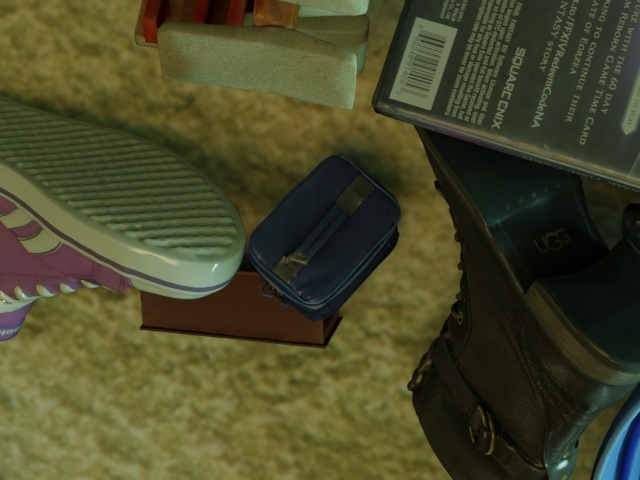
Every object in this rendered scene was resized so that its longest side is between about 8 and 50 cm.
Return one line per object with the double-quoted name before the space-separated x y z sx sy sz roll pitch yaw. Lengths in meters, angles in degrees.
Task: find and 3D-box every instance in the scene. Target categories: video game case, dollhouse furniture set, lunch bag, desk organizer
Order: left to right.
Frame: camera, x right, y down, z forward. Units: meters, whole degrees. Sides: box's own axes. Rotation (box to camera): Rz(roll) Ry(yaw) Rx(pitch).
"desk organizer" -0.054 0.034 0.902 0.130 0.047 0.050 5 113 14
"dollhouse furniture set" -0.034 -0.187 0.682 0.135 0.262 0.259 8 154 2
"lunch bag" 0.000 0.000 0.830 0.067 0.065 0.098 40 79 12
"video game case" 0.186 -0.121 0.708 0.274 0.026 0.196 18 87 10

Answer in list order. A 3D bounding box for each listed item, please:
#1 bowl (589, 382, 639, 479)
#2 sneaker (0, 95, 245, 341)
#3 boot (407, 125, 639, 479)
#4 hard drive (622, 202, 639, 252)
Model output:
"bowl" 0.363 0.183 0.833 0.391 0.077 0.391 7 116 14
"sneaker" -0.169 0.008 0.885 0.282 0.102 0.161 23 125 28
"boot" 0.095 0.040 0.820 0.263 0.091 0.229 64 153 26
"hard drive" 0.235 0.030 0.739 0.135 0.022 0.094 4 109 25
